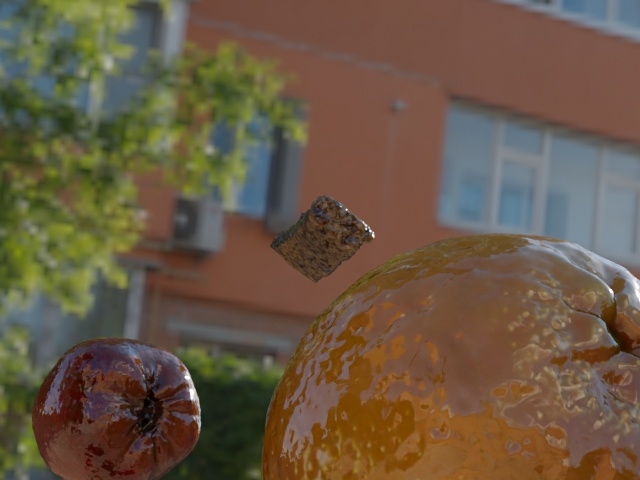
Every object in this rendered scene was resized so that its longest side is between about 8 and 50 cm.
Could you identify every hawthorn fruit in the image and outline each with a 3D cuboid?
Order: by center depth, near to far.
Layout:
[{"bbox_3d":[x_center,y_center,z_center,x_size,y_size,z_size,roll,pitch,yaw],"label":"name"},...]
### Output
[{"bbox_3d":[-0.171,0.146,1.588,0.133,0.133,0.138,14,-14,-36],"label":"hawthorn fruit"}]

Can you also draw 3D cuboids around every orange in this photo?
[{"bbox_3d":[0.132,0.154,1.353,0.340,0.340,0.293,12,-43,-29],"label":"orange"}]

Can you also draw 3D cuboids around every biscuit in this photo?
[{"bbox_3d":[0.000,0.000,1.810,0.064,0.034,0.199,36,-14,-4],"label":"biscuit"}]
